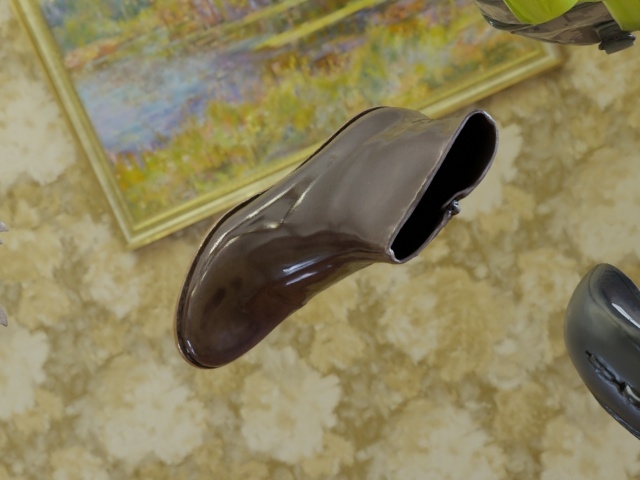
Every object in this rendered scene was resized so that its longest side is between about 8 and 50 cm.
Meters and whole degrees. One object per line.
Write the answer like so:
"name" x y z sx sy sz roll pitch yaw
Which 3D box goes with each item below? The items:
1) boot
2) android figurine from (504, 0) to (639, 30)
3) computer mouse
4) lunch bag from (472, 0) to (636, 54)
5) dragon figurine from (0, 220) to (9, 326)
"boot" 0.000 0.000 0.765 0.248 0.090 0.207 -52 19 -10
"android figurine" 0.126 -0.235 0.522 0.056 0.273 0.248 13 66 46
"computer mouse" 0.283 0.095 0.930 0.060 0.262 0.184 -1 -46 -19
"lunch bag" 0.225 -0.345 1.009 0.212 0.305 0.256 -17 -11 17
"dragon figurine" -0.340 0.008 0.890 0.144 0.289 0.085 14 27 24
